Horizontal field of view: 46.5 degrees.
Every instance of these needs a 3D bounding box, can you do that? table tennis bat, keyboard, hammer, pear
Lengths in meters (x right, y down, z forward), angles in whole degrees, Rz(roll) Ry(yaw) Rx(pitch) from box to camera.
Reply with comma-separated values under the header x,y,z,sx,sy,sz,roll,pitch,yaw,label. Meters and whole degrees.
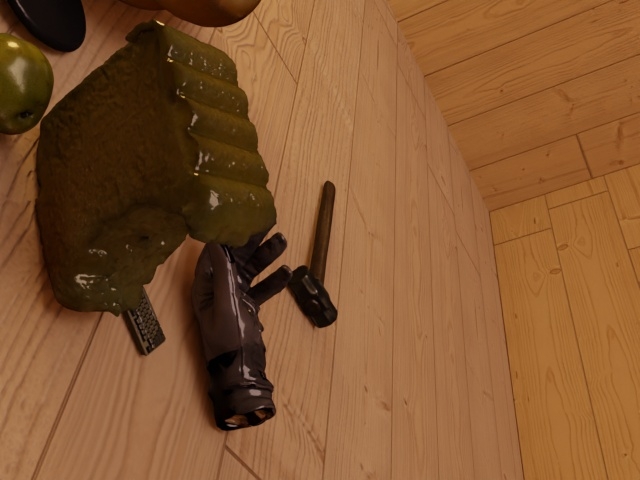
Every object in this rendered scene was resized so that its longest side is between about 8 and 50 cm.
x,y,z,sx,sy,sz,roll,pitch,yaw,label
-0.329,-0.288,0.811,0.236,0.027,0.150,-3,76,-74,table tennis bat
-0.211,0.064,0.844,0.129,0.015,0.049,69,22,-6,keyboard
0.000,0.000,1.381,0.111,0.043,0.365,57,24,-30,hammer
-0.299,-0.151,0.716,0.097,0.092,0.092,68,22,-6,pear

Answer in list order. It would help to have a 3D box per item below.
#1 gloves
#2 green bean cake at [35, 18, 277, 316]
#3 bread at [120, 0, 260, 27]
x,y,z,sx,sy,sz,roll,pitch,yaw,label
-0.106,0.094,0.947,0.142,0.119,0.286,49,43,-66,gloves
-0.166,-0.059,0.736,0.124,0.236,0.233,11,60,-51,green bean cake
-0.184,-0.473,1.005,0.424,0.245,0.329,-65,171,-57,bread
